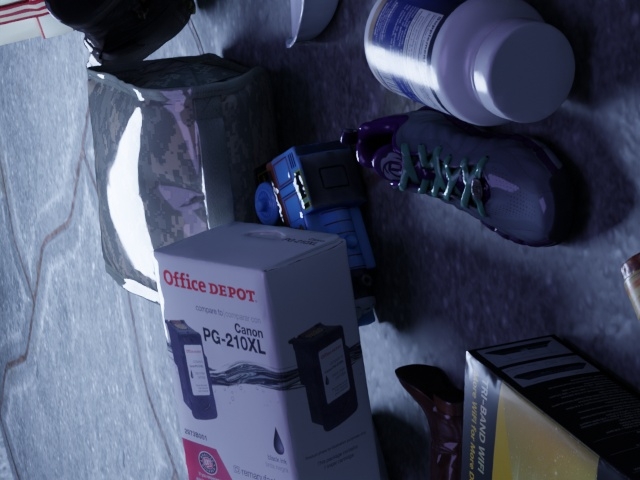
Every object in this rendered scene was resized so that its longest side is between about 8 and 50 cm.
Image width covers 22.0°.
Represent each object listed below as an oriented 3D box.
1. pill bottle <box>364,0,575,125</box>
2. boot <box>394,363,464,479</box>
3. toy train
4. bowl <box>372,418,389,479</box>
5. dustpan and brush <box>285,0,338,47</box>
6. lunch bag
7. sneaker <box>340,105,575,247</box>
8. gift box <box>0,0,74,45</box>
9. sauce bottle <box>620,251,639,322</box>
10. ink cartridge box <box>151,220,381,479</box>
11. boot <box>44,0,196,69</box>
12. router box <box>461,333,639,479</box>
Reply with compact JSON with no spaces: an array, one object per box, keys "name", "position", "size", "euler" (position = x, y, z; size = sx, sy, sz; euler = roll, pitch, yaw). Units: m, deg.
[{"name":"pill bottle","position":[0.108,-0.134,1.179],"size":[0.169,0.094,0.094],"euler":[-148,53,-60]},{"name":"boot","position":[0.096,0.171,1.402],"size":[0.106,0.037,0.114],"euler":[-142,43,-61]},{"name":"toy train","position":[0.000,0.000,1.506],"size":[0.105,0.080,0.184],"euler":[-32,71,57]},{"name":"bowl","position":[0.022,0.222,1.568],"size":[0.142,0.053,0.142],"euler":[135,122,-64]},{"name":"dustpan and brush","position":[-0.014,-0.238,1.467],"size":[0.211,0.060,0.147],"euler":[-156,60,-63]},{"name":"lunch bag","position":[-0.127,-0.060,1.666],"size":[0.287,0.169,0.235],"euler":[-149,54,-67]},{"name":"sneaker","position":[0.099,-0.044,1.228],"size":[0.224,0.098,0.083],"euler":[-144,49,-60]},{"name":"gift box","position":[-0.458,-0.402,2.219],"size":[0.276,0.258,0.255],"euler":[97,158,-80]},{"name":"sauce bottle","position":[0.229,0.066,1.036],"size":[0.042,0.042,0.128],"euler":[119,138,-56]},{"name":"ink cartridge box","position":[-0.049,0.114,1.462],"size":[0.172,0.100,0.237],"euler":[8,111,49]},{"name":"boot","position":[-0.169,-0.281,1.724],"size":[0.091,0.263,0.229],"euler":[53,-177,12]},{"name":"router box","position":[0.187,0.254,1.154],"size":[0.243,0.081,0.308],"euler":[-143,48,-59]}]
